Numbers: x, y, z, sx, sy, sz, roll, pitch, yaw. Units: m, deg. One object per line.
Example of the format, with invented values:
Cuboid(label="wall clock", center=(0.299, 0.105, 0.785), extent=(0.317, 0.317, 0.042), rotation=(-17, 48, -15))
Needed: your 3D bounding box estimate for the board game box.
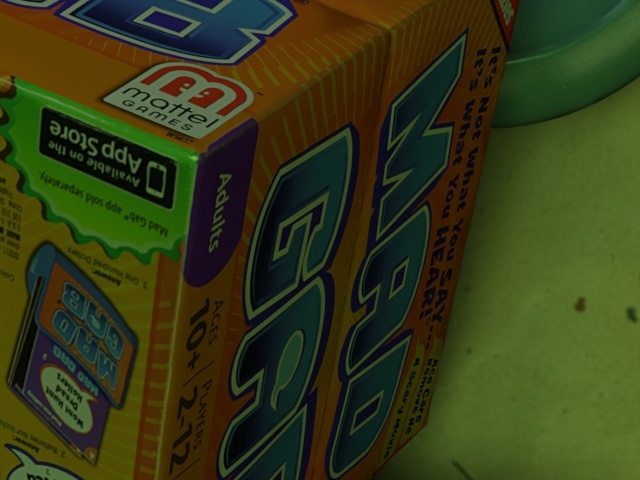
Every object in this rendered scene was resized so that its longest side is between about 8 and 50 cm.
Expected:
Cuboid(label="board game box", center=(-0.140, -0.022, 1.140), extent=(0.356, 0.356, 0.356), rotation=(23, 124, 21))

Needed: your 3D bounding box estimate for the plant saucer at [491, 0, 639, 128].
Cuboid(label="plant saucer", center=(0.105, -0.230, 1.253), extent=(0.317, 0.044, 0.318), rotation=(0, 85, 3))
